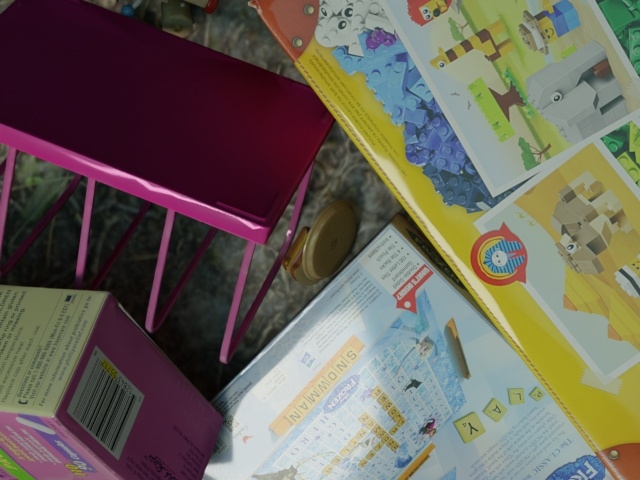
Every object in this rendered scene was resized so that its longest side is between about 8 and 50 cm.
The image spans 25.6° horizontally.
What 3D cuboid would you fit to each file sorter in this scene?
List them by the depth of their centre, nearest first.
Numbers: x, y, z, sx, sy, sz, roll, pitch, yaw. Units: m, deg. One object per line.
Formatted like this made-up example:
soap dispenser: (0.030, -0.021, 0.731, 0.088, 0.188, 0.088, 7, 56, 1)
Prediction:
file sorter: (-0.163, -0.051, 1.187, 0.290, 0.202, 0.182, 21, 129, 5)

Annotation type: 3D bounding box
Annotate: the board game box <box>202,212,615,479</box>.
board game box: (0.071, 0.197, 1.278, 0.318, 0.066, 0.318, 45, 106, 0)

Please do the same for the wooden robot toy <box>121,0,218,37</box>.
wooden robot toy: (-0.127, -0.238, 1.235, 0.076, 0.079, 0.173, 15, 133, -24)

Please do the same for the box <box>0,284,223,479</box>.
box: (-0.247, 0.142, 1.213, 0.243, 0.117, 0.213, 3, 147, 29)

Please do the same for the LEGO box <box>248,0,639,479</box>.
LEGO box: (0.251, -0.108, 1.115, 0.372, 0.193, 0.500, -38, 93, 15)

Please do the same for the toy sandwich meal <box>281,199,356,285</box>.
toy sandwich meal: (0.000, 0.000, 1.251, 0.029, 0.085, 0.086, 24, 106, 29)
